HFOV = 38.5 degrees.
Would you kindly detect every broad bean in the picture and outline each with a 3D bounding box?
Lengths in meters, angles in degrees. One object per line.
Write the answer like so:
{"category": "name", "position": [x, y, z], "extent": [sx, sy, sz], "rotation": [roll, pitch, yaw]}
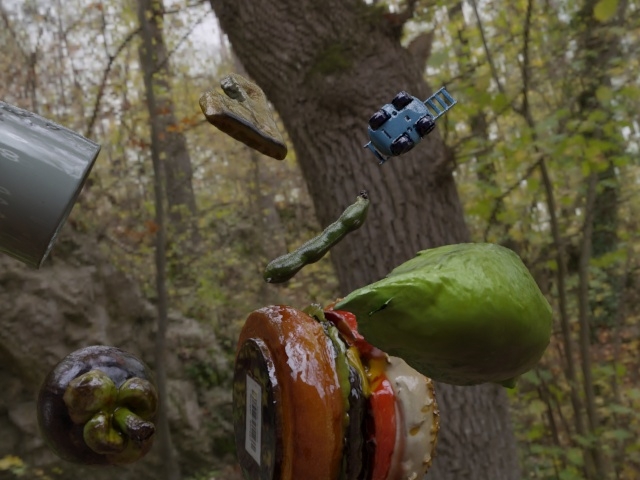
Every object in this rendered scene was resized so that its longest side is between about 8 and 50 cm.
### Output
{"category": "broad bean", "position": [0.000, 0.001, 1.674], "extent": [0.256, 0.053, 0.052], "rotation": [-39, 3, -12]}

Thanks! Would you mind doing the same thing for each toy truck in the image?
{"category": "toy truck", "position": [0.117, -0.151, 1.130], "extent": [0.136, 0.063, 0.074], "rotation": [-38, -9, -12]}

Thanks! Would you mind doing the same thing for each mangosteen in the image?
{"category": "mangosteen", "position": [-0.318, 0.255, 1.387], "extent": [0.192, 0.192, 0.217], "rotation": [-1, 1, -44]}

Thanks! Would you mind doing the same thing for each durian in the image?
{"category": "durian", "position": [0.118, 0.068, 0.767], "extent": [0.139, 0.101, 0.250], "rotation": [-37, -31, 12]}

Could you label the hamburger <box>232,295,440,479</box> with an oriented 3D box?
{"category": "hamburger", "position": [0.016, 0.245, 1.361], "extent": [0.250, 0.330, 0.330], "rotation": [0, -15, -20]}

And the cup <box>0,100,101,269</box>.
{"category": "cup", "position": [-0.439, -0.099, 1.242], "extent": [0.234, 0.186, 0.258], "rotation": [27, 1, -11]}

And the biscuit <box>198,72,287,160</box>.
{"category": "biscuit", "position": [-0.135, -0.219, 1.493], "extent": [0.174, 0.183, 0.039], "rotation": [26, -59, -40]}
